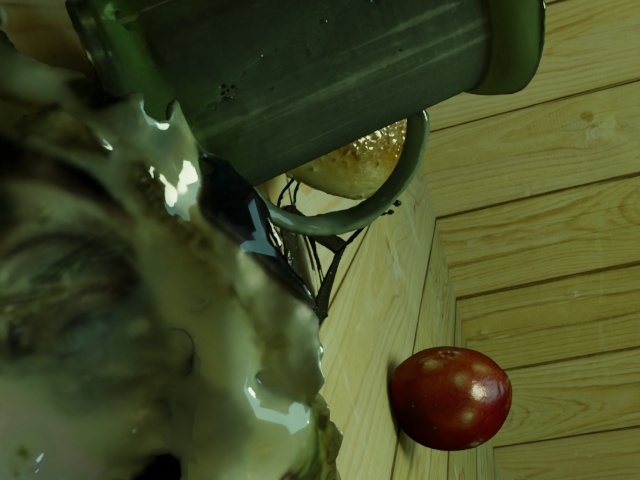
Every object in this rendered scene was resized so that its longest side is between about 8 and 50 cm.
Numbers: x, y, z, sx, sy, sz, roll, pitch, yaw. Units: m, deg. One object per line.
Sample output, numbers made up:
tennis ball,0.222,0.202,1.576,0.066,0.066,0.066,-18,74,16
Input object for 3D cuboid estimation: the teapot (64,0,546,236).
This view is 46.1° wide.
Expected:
teapot,-0.017,-0.124,0.596,0.200,0.337,0.270,-127,-165,-58

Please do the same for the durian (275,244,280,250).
durian,-0.086,0.106,0.655,0.108,0.119,0.186,178,-99,-67

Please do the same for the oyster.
oyster,-0.121,0.047,0.301,0.351,0.115,0.237,37,62,-25

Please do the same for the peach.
peach,0.260,0.307,1.487,0.243,0.244,0.199,-40,123,-74

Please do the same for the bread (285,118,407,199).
bread,0.006,-0.187,0.913,0.306,0.159,0.305,33,35,-27

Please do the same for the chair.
chair,0.000,0.000,1.051,0.213,0.149,0.174,-62,176,13
